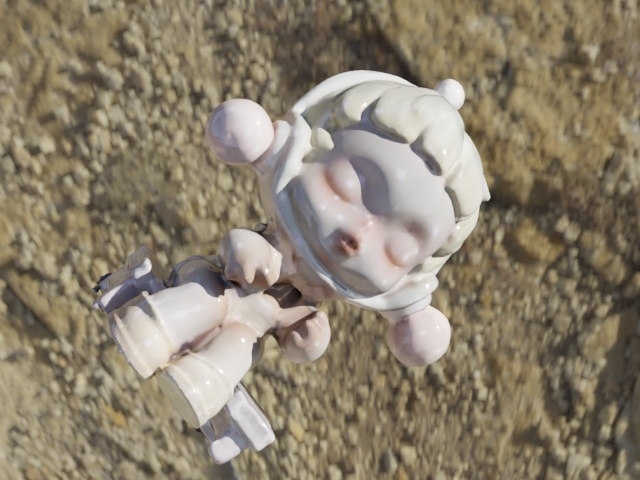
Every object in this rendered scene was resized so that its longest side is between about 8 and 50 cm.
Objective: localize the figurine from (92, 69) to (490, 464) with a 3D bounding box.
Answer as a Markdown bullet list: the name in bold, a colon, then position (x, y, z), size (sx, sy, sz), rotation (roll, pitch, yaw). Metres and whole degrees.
- **figurine**: position (0.002, 0.004, 0.962), size (0.257, 0.144, 0.182), rotation (-37, 81, -6)
